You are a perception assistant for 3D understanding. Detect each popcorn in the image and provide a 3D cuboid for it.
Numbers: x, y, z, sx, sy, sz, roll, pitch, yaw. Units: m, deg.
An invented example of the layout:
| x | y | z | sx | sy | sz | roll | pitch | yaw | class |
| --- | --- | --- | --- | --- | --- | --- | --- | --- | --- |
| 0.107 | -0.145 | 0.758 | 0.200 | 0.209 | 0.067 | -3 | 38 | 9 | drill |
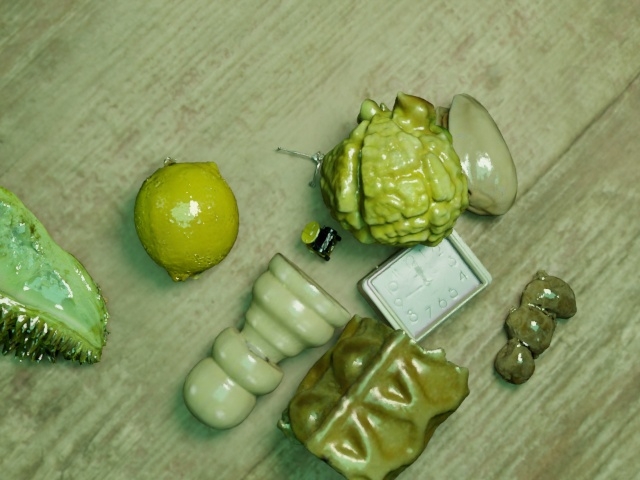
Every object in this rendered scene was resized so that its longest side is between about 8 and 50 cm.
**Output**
| x | y | z | sx | sy | sz | roll | pitch | yaw | class |
| --- | --- | --- | --- | --- | --- | --- | --- | --- | --- |
| 0.117 | -0.103 | 1.361 | 0.224 | 0.270 | 0.258 | -1 | 53 | -22 | popcorn |

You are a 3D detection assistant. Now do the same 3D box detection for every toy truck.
| x | y | z | sx | sy | sz | roll | pitch | yaw | class |
| --- | --- | --- | --- | --- | --- | --- | --- | --- | --- |
| 0.000 | 0.000 | 1.441 | 0.054 | 0.083 | 0.049 | 28 | 84 | 14 | toy truck |

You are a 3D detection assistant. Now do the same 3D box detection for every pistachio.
| x | y | z | sx | sy | sz | roll | pitch | yaw | class |
| --- | --- | --- | --- | --- | --- | --- | --- | --- | --- |
| 0.267 | -0.144 | 1.454 | 0.152 | 0.126 | 0.223 | -19 | 81 | -39 | pistachio |

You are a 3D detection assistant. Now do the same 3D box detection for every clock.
| x | y | z | sx | sy | sz | roll | pitch | yaw | class |
| --- | --- | --- | --- | --- | --- | --- | --- | --- | --- |
| 0.178 | 0.072 | 1.453 | 0.192 | 0.071 | 0.147 | -37 | 89 | -6 | clock |

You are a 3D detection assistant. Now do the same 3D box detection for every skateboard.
| x | y | z | sx | sy | sz | roll | pitch | yaw | class |
| --- | --- | --- | --- | --- | --- | --- | --- | --- | --- |
| -0.040 | -0.136 | 1.476 | 0.083 | 0.032 | 0.064 | 17 | 95 | -5 | skateboard |

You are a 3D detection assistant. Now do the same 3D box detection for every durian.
| x | y | z | sx | sy | sz | roll | pitch | yaw | class |
| --- | --- | --- | --- | --- | --- | --- | --- | --- | --- |
| -0.516 | 0.071 | 1.395 | 0.394 | 0.163 | 0.198 | 42 | 53 | -5 | durian |

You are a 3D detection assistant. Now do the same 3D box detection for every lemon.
| x | y | z | sx | sy | sz | roll | pitch | yaw | class |
| --- | --- | --- | --- | --- | --- | --- | --- | --- | --- |
| -0.221 | -0.033 | 1.382 | 0.173 | 0.173 | 0.206 | 2 | 94 | -4 | lemon |

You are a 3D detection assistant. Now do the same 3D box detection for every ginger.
| x | y | z | sx | sy | sz | roll | pitch | yaw | class |
| --- | --- | --- | --- | --- | --- | --- | --- | --- | --- |
| 0.369 | 0.155 | 1.456 | 0.104 | 0.080 | 0.204 | 35 | 82 | -6 | ginger |

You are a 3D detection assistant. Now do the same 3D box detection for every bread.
| x | y | z | sx | sy | sz | roll | pitch | yaw | class |
| --- | --- | --- | --- | --- | --- | --- | --- | --- | --- |
| 0.081 | 0.265 | 1.368 | 0.196 | 0.238 | 0.252 | 42 | 76 | -37 | bread |

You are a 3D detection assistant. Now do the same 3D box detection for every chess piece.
| x | y | z | sx | sy | sz | roll | pitch | yaw | class |
| --- | --- | --- | --- | --- | --- | --- | --- | --- | --- |
| -0.103 | 0.184 | 1.393 | 0.167 | 0.167 | 0.300 | 40 | 90 | 0 | chess piece |

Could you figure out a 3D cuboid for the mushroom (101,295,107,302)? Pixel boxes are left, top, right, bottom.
| x | y | z | sx | sy | sz | roll | pitch | yaw | class |
| --- | --- | --- | --- | --- | --- | --- | --- | --- | --- |
| -0.481 | 0.021 | 1.436 | 0.286 | 0.028 | 0.026 | 40 | 42 | -1 | mushroom |
